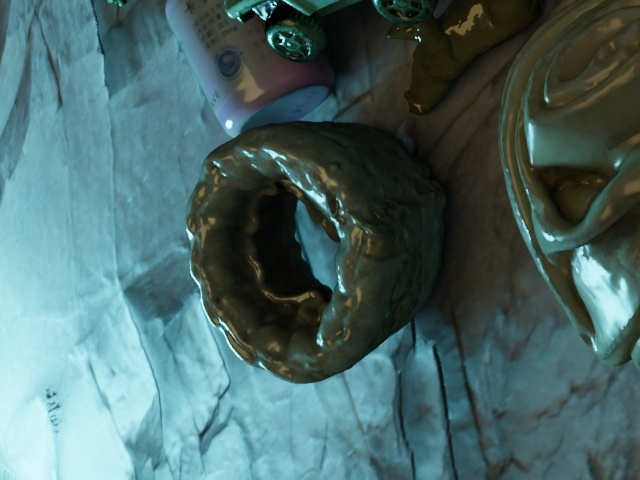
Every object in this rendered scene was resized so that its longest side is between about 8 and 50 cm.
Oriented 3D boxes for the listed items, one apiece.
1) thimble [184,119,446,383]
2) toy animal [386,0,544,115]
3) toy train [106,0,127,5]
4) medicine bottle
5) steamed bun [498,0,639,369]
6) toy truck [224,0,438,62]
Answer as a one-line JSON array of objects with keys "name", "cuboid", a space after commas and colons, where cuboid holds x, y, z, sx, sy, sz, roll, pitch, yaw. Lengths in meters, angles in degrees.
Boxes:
[{"name": "thimble", "cuboid": [0.000, 0.000, 0.989, 0.292, 0.195, 0.291, 10, 109, 31]}, {"name": "toy animal", "cuboid": [0.144, -0.218, 0.900, 0.219, 0.103, 0.101, -36, 102, 34]}, {"name": "toy train", "cuboid": [-0.294, -0.377, 1.228, 0.053, 0.033, 0.083, -39, 77, 34]}, {"name": "medicine bottle", "cuboid": [-0.099, -0.261, 1.027, 0.152, 0.152, 0.254, -33, 82, 38]}, {"name": "steamed bun", "cuboid": [0.270, -0.059, 0.668, 0.310, 0.219, 0.324, -27, 65, 41]}, {"name": "toy truck", "cuboid": [0.024, -0.299, 0.854, 0.279, 0.155, 0.156, -8, 141, 43]}]
